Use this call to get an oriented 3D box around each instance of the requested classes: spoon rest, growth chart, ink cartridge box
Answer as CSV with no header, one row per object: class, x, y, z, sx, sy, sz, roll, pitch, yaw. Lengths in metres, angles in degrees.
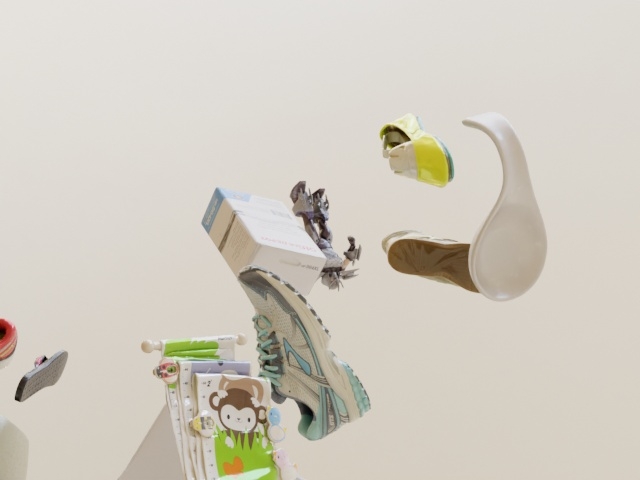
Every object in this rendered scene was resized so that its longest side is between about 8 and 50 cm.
spoon rest,0.263,-0.043,1.323,0.137,0.276,0.084,-18,-163,-22
growth chart,-0.110,0.219,1.095,0.172,0.237,0.021,-7,162,-43
ink cartridge box,-0.103,0.000,1.621,0.086,0.148,0.203,-62,-143,20

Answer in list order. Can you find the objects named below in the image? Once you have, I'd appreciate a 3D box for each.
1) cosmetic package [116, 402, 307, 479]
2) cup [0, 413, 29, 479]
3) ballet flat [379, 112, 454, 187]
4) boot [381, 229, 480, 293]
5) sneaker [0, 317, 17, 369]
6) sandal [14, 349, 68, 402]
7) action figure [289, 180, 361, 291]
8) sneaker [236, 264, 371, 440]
cosmetic package,-0.173,0.524,1.549,0.329,0.327,0.394,-59,165,-18
cup,-0.674,0.425,1.686,0.237,0.331,0.331,-61,-173,-30
ballet flat,0.132,-0.128,1.351,0.231,0.077,0.077,-107,-172,-65
boot,0.256,0.039,1.881,0.203,0.261,0.095,-107,-155,-84
sneaker,-0.741,0.214,1.843,0.279,0.107,0.118,-17,144,-42
sandal,-0.495,0.230,1.616,0.179,0.040,0.067,-36,145,-75
action figure,0.000,0.000,2.244,0.099,0.185,0.285,-44,-126,42
sneaker,-0.043,0.164,1.291,0.122,0.283,0.110,-37,-165,-14
